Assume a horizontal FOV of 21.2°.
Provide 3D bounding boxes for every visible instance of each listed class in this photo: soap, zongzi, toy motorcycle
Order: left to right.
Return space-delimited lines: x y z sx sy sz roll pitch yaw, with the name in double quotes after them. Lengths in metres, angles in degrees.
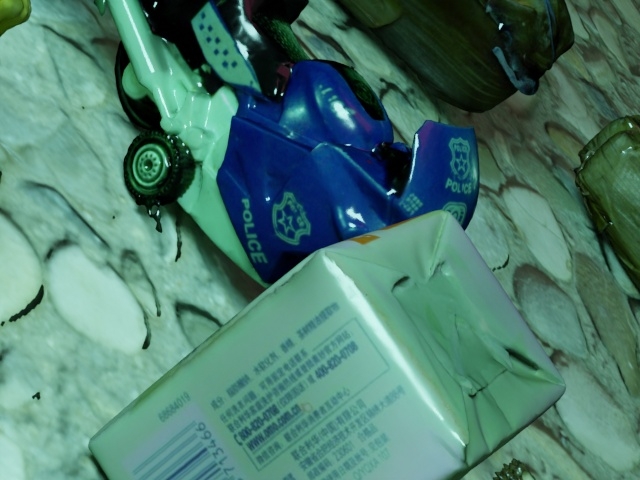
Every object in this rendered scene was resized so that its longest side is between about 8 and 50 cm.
-0.018 -0.065 1.097 0.125 0.196 0.331 4 48 -56 "toy motorcycle"
0.008 0.097 0.945 0.138 0.199 0.182 55 24 9 "soap"
0.018 -0.280 1.520 0.432 0.208 0.403 -20 85 -47 "zongzi"
0.383 0.039 1.777 0.274 0.145 0.300 36 36 -26 "zongzi"

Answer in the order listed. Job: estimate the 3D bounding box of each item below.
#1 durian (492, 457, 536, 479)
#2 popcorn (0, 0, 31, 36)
0.147 0.220 1.185 0.110 0.071 0.140 46 9 -32 "durian"
-0.265 -0.149 0.829 0.233 0.192 0.266 42 -2 10 "popcorn"
